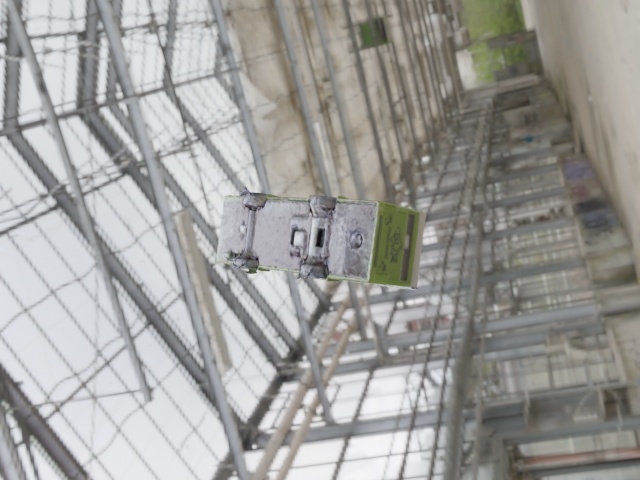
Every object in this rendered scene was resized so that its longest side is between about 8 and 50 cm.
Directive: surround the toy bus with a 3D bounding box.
[{"bbox_3d":[0.000,0.000,1.070,0.139,0.301,0.113,8,-91,-39],"label":"toy bus"}]
